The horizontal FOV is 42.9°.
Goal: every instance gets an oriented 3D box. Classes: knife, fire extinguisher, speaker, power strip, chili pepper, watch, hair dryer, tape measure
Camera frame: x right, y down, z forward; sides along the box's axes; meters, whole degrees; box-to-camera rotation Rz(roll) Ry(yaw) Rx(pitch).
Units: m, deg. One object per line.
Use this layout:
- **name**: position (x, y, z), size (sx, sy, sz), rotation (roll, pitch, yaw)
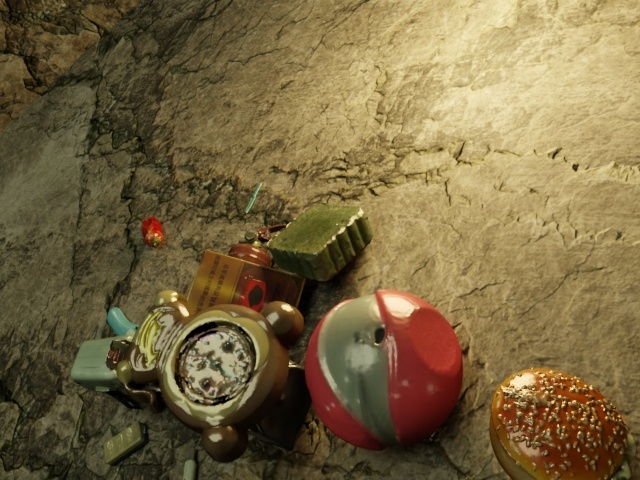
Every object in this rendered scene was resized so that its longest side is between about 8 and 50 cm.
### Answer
- **knife**: position (-0.174, -0.110, 2.117), size (0.014, 0.005, 0.091), rotation (13, 72, 46)
- **knife**: position (-0.513, 0.231, 2.154), size (0.222, 0.031, 0.064), rotation (28, 86, 50)
- **fire extinguisher**: position (-0.165, 0.103, 1.908), size (0.147, 0.106, 0.337), rotation (11, 67, 13)
- **speaker**: position (0.107, 0.236, 1.491), size (0.294, 0.294, 0.294), rotation (-21, 51, 28)
- **power strip**: position (-0.465, 0.483, 1.941), size (0.123, 0.032, 0.056), rotation (-35, 47, 15)
- **chili pepper**: position (-0.470, -0.021, 2.273), size (0.059, 0.050, 0.191), rotation (-46, 31, 9)
- **watch**: position (-0.180, 0.273, 1.619), size (0.335, 0.327, 0.314), rotation (19, 72, 18)
- **hair dryer**: position (-0.273, 0.526, 1.749), size (0.155, 0.044, 0.183), rotation (-8, 55, 33)
- **tape measure**: position (-0.446, 0.312, 1.887), size (0.243, 0.246, 0.125), rotation (-10, 55, 48)

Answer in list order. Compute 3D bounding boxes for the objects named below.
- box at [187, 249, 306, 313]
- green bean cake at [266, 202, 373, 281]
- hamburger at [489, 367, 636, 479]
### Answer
- **box**: position (-0.167, 0.129, 1.809), size (0.240, 0.071, 0.159), rotation (17, 65, 1)
- **green bean cake**: position (0.000, 0.000, 1.799), size (0.185, 0.094, 0.183), rotation (14, 48, 46)
- **hamburger**: position (0.363, 0.296, 1.246), size (0.147, 0.236, 0.237), rotation (-58, 33, 38)
